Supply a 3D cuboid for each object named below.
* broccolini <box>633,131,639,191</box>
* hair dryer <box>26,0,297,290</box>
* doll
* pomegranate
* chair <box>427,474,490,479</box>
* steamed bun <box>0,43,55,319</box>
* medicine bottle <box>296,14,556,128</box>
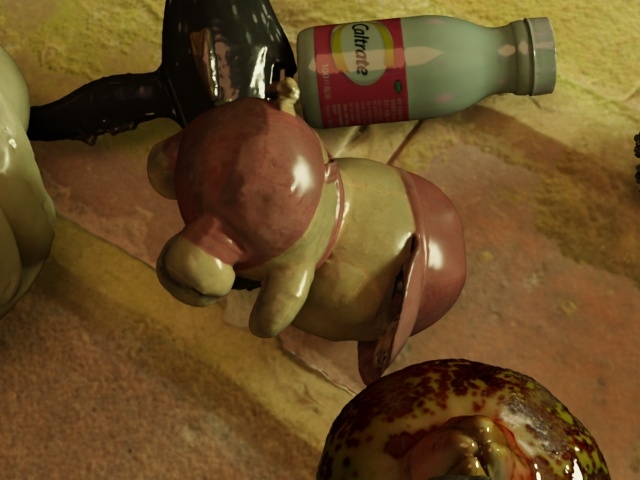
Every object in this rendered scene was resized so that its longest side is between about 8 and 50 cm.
[{"bbox_3d":[0.349,-0.083,0.835,0.203,0.068,0.091,-20,78,-17],"label":"broccolini"},{"bbox_3d":[-0.188,-0.083,0.903,0.360,0.120,0.303,-10,81,15],"label":"hair dryer"},{"bbox_3d":[-0.002,0.001,0.751,0.152,0.256,0.196,-19,56,49],"label":"doll"},{"bbox_3d":[0.091,0.168,0.654,0.214,0.248,0.214,-3,61,6],"label":"pomegranate"},{"bbox_3d":[0.150,0.296,0.515,0.203,0.416,0.240,-2,61,6],"label":"chair"},{"bbox_3d":[-0.416,-0.036,0.795,0.368,0.255,0.342,-41,63,5],"label":"steamed bun"},{"bbox_3d":[0.091,-0.151,0.869,0.217,0.090,0.090,-5,67,4],"label":"medicine bottle"}]
